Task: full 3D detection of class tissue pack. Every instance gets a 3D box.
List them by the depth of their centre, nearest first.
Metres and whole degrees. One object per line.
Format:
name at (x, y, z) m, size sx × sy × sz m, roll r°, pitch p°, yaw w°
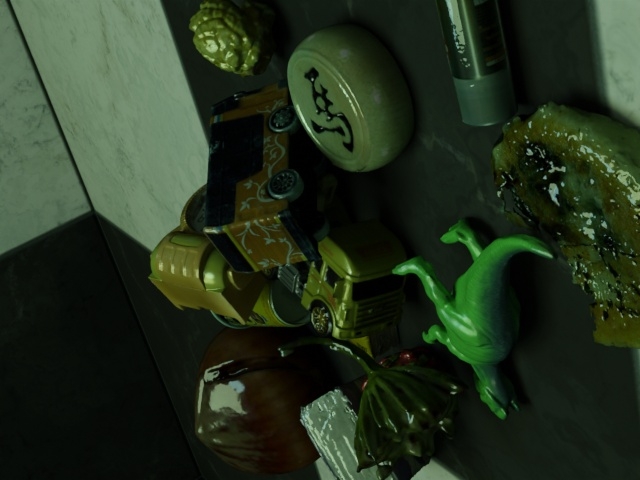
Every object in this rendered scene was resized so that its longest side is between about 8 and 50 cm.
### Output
tissue pack at (0.076, 0.151, 2.141) m, size 0.169 × 0.082 × 0.120 m, roll 37°, pitch 149°, yaw 44°
tissue pack at (0.101, 0.405, 2.141) m, size 0.242 × 0.125 × 0.343 m, roll 57°, pitch -167°, yaw 10°

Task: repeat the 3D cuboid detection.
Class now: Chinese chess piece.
Chinese chess piece at (0.048, -0.234, 1.727) m, size 0.250 × 0.101 × 0.250 m, roll 46°, pitch 154°, yaw 30°

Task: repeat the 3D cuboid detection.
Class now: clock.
clock at (-0.203, -0.002, 2.261) m, size 0.244 × 0.317 × 0.200 m, roll 11°, pitch 144°, yaw 32°

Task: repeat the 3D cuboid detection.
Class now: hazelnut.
hazelnut at (-0.132, 0.391, 2.566) m, size 0.359 × 0.359 × 0.409 m, roll 18°, pitch 142°, yaw 58°

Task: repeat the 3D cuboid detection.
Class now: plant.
plant at (0.102, 0.242, 1.859) m, size 0.333 × 0.251 × 0.180 m, roll 54°, pitch 167°, yaw 20°

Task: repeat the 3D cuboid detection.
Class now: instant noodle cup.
instant noodle cup at (-0.117, 0.111, 2.377) m, size 0.236 × 0.215 × 0.215 m, roll 5°, pitch 122°, yaw 52°

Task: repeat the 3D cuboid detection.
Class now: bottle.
bottle at (0.198, -0.291, 1.366) m, size 0.082 × 0.082 × 0.286 m, roll 26°, pitch 140°, yaw 54°

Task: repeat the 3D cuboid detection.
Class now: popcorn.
popcorn at (-0.157, -0.379, 1.932) m, size 0.173 × 0.173 × 0.142 m, roll 35°, pitch 124°, yaw 47°

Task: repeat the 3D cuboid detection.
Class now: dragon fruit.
dragon fruit at (0.164, 0.292, 2.004) m, size 0.166 × 0.172 × 0.160 m, roll 36°, pitch 147°, yaw 44°

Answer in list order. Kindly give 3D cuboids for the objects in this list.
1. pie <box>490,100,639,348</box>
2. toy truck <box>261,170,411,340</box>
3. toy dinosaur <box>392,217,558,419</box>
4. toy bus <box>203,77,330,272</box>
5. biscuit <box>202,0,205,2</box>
pie at (0.361, -0.023, 1.350) m, size 0.371 × 0.078 × 0.296 m, roll 54°, pitch 155°, yaw 17°
toy truck at (0.000, 0.000, 2.002) m, size 0.405 × 0.180 × 0.254 m, roll 44°, pitch 138°, yaw 40°
toy dinosaur at (0.284, 0.156, 1.614) m, size 0.374 × 0.144 × 0.500 m, roll 62°, pitch 167°, yaw -11°
toy bus at (-0.099, -0.115, 1.866) m, size 0.162 × 0.194 × 0.323 m, roll 56°, pitch -155°, yaw -49°
biscuit at (-0.225, -0.460, 2.144) m, size 0.082 × 0.016 × 0.092 m, roll 41°, pitch 150°, yaw 49°
